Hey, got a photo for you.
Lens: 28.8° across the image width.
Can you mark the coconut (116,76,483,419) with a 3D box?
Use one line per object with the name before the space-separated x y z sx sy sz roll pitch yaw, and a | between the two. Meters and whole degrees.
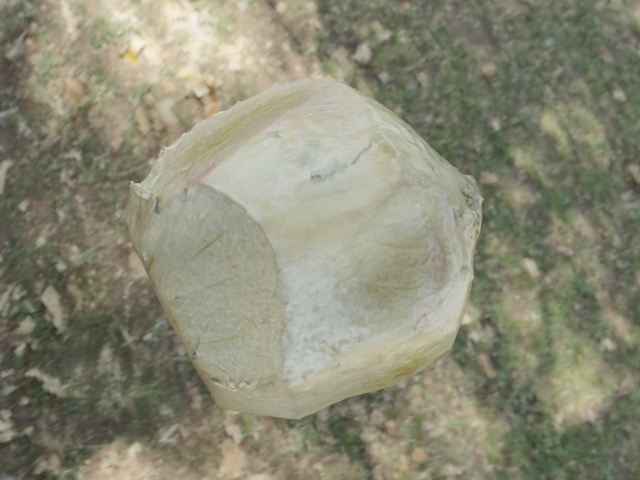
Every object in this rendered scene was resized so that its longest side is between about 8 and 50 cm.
coconut | 0.002 0.003 0.697 0.194 0.194 0.194 14 64 -31
